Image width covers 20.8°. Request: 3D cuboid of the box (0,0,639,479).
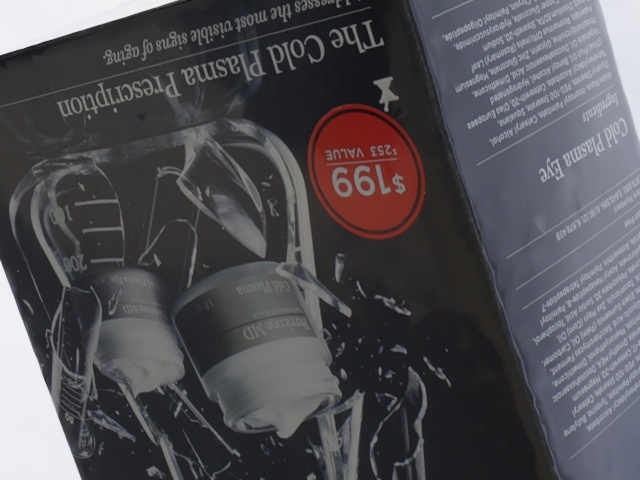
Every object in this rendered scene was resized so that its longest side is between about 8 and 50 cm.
[{"bbox_3d":[0.000,0.000,0.972,0.343,0.179,0.313,-10,-76,41],"label":"box"}]
